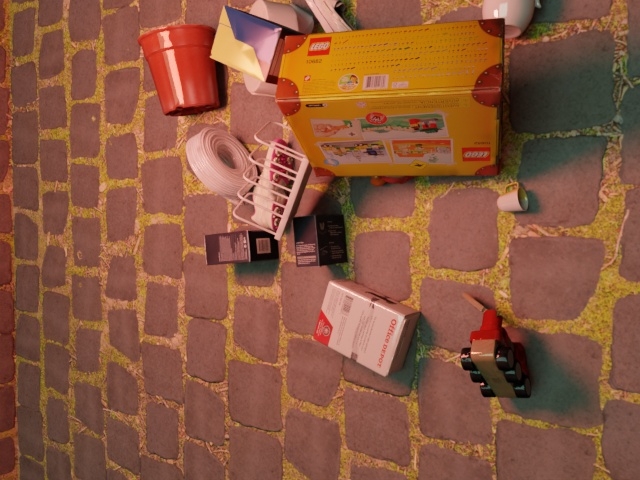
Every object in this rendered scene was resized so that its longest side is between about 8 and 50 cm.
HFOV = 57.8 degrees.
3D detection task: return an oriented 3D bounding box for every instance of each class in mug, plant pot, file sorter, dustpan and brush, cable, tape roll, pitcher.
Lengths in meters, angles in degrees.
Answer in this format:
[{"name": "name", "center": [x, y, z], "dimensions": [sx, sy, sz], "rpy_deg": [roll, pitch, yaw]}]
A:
[{"name": "mug", "center": [0.502, -0.106, 1.516], "dimensions": [0.064, 0.078, 0.062], "rpy_deg": [-15, 117, 43]}, {"name": "plant pot", "center": [-0.480, -0.588, 2.045], "dimensions": [0.273, 0.272, 0.265], "rpy_deg": [-7, 96, 34]}, {"name": "file sorter", "center": [-0.131, -0.184, 1.723], "dimensions": [0.173, 0.193, 0.277], "rpy_deg": [23, 121, 2]}, {"name": "dustpan and brush", "center": [-0.098, -0.648, 1.898], "dimensions": [0.147, 0.060, 0.211], "rpy_deg": [47, 110, 37]}, {"name": "cable", "center": [-0.328, -0.261, 1.946], "dimensions": [0.089, 0.257, 0.257], "rpy_deg": [-34, 51, 30]}, {"name": "tape roll", "center": [-0.163, -0.604, 1.831], "dimensions": [0.286, 0.100, 0.286], "rpy_deg": [180, 90, -66]}, {"name": "pitcher", "center": [0.503, -0.621, 1.452], "dimensions": [0.178, 0.125, 0.207], "rpy_deg": [8, 86, 19]}]

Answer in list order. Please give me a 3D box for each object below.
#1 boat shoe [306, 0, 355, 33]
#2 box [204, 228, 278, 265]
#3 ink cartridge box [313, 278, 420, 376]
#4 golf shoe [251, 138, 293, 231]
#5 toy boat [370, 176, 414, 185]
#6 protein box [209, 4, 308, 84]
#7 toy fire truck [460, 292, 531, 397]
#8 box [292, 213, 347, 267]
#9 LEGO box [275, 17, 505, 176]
[{"name": "boat shoe", "center": [0.034, -0.704, 1.775], "dimensions": [0.088, 0.096, 0.267], "rpy_deg": [-34, 75, 27]}, {"name": "box", "center": [-0.272, 0.023, 1.985], "dimensions": [0.207, 0.153, 0.108], "rpy_deg": [-5, 89, 34]}, {"name": "ink cartridge box", "center": [0.137, 0.256, 1.741], "dimensions": [0.273, 0.114, 0.196], "rpy_deg": [24, 105, 32]}, {"name": "golf shoe", "center": [-0.173, -0.187, 1.935], "dimensions": [0.140, 0.115, 0.306], "rpy_deg": [9, 97, 37]}, {"name": "toy boat", "center": [0.175, -0.224, 1.694], "dimensions": [0.231, 0.151, 0.151], "rpy_deg": [40, 142, 26]}, {"name": "protein box", "center": [-0.134, -0.493, 1.499], "dimensions": [0.200, 0.201, 0.135], "rpy_deg": [31, 111, 26]}, {"name": "toy fire truck", "center": [0.449, 0.261, 1.511], "dimensions": [0.159, 0.217, 0.246], "rpy_deg": [-9, 45, 35]}, {"name": "box", "center": [0.000, 0.000, 1.796], "dimensions": [0.093, 0.156, 0.158], "rpy_deg": [-4, 90, 35]}, {"name": "LEGO box", "center": [0.188, -0.323, 1.420], "dimensions": [0.501, 0.372, 0.193], "rpy_deg": [1, 68, 16]}]
